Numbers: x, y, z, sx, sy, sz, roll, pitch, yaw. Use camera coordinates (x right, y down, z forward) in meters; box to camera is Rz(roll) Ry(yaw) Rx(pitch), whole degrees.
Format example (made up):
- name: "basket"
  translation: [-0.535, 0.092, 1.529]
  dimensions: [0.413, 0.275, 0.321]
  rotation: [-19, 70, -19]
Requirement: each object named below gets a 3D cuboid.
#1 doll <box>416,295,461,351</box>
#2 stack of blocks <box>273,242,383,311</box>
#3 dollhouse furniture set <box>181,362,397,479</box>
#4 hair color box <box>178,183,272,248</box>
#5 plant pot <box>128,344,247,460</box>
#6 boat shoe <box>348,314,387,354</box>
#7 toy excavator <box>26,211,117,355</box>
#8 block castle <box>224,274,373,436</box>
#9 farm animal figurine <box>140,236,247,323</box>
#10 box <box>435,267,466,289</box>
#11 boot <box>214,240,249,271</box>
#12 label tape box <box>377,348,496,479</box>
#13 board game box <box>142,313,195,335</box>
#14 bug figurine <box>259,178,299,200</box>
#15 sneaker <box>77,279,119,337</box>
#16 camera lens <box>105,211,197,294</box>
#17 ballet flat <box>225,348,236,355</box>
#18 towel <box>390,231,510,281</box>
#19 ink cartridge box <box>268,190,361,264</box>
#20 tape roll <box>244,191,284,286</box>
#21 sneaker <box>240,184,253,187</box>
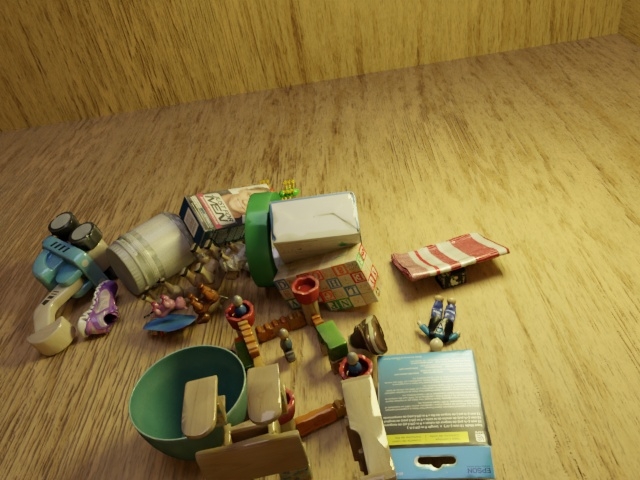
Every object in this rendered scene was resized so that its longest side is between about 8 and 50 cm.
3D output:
- name: "doll"
  translation: [0.346, 0.246, 1.663]
  dimensions: [0.129, 0.046, 0.189]
  rotation: [10, 46, 12]
- name: "stack of blocks"
  translation: [0.024, 0.132, 1.800]
  dimensions: [0.297, 0.171, 0.087]
  rotation: [-15, 31, 26]
- name: "dollhouse furniture set"
  translation: [-0.053, 0.467, 1.186]
  dimensions: [0.395, 0.362, 0.256]
  rotation: [-13, 35, 0]
- name: "hair color box"
  translation: [-0.315, -0.096, 2.081]
  dimensions: [0.347, 0.105, 0.173]
  rotation: [-14, 58, -38]
- name: "plant pot"
  translation: [-0.311, 0.438, 1.448]
  dimensions: [0.291, 0.195, 0.290]
  rotation: [-7, 36, 5]
- name: "boat shoe"
  translation: [0.127, 0.277, 1.586]
  dimensions: [0.095, 0.095, 0.257]
  rotation: [-25, -3, 5]
- name: "toy excavator"
  translation: [-0.911, 0.160, 2.032]
  dimensions: [0.433, 0.222, 0.445]
  rotation: [19, 59, 35]
- name: "block castle"
  translation: [-0.073, 0.297, 1.566]
  dimensions: [0.303, 0.212, 0.453]
  rotation: [-20, 37, -12]
- name: "farm animal figurine"
  translation: [-0.395, 0.151, 1.879]
  dimensions: [0.330, 0.172, 0.326]
  rotation: [4, 57, 43]
- name: "box"
  translation: [0.417, 0.110, 1.828]
  dimensions: [0.083, 0.052, 0.062]
  rotation: [-15, 35, -7]
- name: "boot"
  translation: [-0.329, 0.060, 2.086]
  dimensions: [0.124, 0.095, 0.258]
  rotation: [-25, 29, -9]
- name: "label tape box"
  translation: [0.268, 0.434, 1.372]
  dimensions: [0.249, 0.115, 0.347]
  rotation: [-6, 40, 9]
- name: "board game box"
  translation: [-0.486, 0.280, 1.851]
  dimensions: [0.169, 0.033, 0.133]
  rotation: [0, 15, 29]
- name: "bug figurine"
  translation: [-0.193, -0.148, 2.335]
  dimensions: [0.217, 0.072, 0.279]
  rotation: [-11, 40, 12]
- name: "sneaker"
  translation: [-0.731, 0.234, 1.947]
  dimensions: [0.105, 0.095, 0.236]
  rotation: [1, 41, 6]
- name: "camera lens"
  translation: [-0.598, 0.040, 2.058]
  dimensions: [0.219, 0.219, 0.274]
  rotation: [25, 48, 40]
- name: "ballet flat"
  translation: [-0.352, 0.355, 1.684]
  dimensions: [0.203, 0.074, 0.074]
  rotation: [-18, 36, -10]
- name: "towel"
  translation: [0.413, 0.047, 1.864]
  dimensions: [0.329, 0.037, 0.237]
  rotation: [-15, 15, -6]
- name: "ink cartridge box"
  translation: [0.000, 0.000, 1.882]
  dimensions: [0.270, 0.395, 0.151]
  rotation: [-6, 67, 5]
- name: "tape roll"
  translation: [-0.175, -0.003, 1.915]
  dimensions: [0.077, 0.321, 0.321]
  rotation: [-3, 36, 8]
- name: "sneaker"
  translation: [-0.315, -0.145, 2.306]
  dimensions: [0.215, 0.084, 0.083]
  rotation: [-42, 33, 37]
